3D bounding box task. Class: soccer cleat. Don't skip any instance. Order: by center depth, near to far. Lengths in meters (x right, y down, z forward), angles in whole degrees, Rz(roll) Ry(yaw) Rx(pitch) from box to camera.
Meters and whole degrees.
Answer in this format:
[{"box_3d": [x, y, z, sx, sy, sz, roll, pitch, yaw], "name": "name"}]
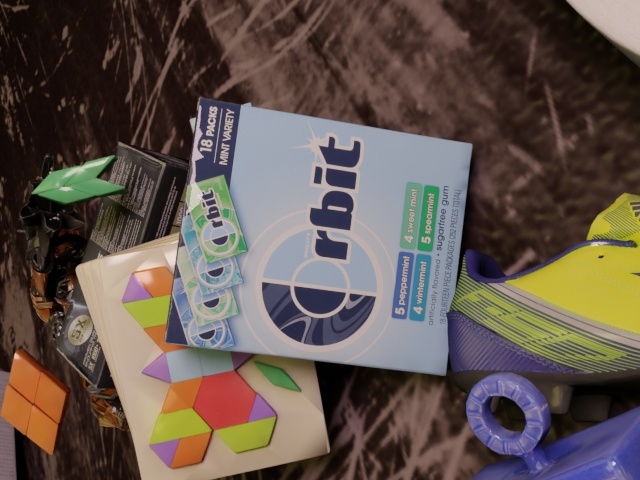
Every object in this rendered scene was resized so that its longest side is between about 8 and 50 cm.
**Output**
[{"box_3d": [0.186, 0.022, 0.343, 0.289, 0.093, 0.121, -16, 64, 40], "name": "soccer cleat"}]

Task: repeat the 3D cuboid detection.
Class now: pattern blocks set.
[{"box_3d": [-0.079, 0.082, 0.497, 0.285, 0.026, 0.325, -26, 94, -3], "name": "pattern blocks set"}]

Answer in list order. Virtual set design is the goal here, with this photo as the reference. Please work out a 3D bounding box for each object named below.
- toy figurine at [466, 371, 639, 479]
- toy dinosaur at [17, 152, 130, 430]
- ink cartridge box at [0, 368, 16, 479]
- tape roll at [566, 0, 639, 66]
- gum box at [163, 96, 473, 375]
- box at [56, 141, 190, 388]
[{"box_3d": [0.122, 0.144, 0.261, 0.362, 0.191, 0.217, -42, 65, 42], "name": "toy figurine"}, {"box_3d": [-0.248, 0.037, 0.726, 0.322, 0.164, 0.218, 37, 126, 19], "name": "toy dinosaur"}, {"box_3d": [-0.464, 0.371, 0.880, 0.304, 0.072, 0.307, -52, 41, 21], "name": "ink cartridge box"}, {"box_3d": [0.276, -0.243, 0.321, 0.392, 0.072, 0.392, -10, 75, 43], "name": "tape roll"}, {"box_3d": [0.000, 0.000, 0.470, 0.041, 0.184, 0.157, 165, 112, -79], "name": "gum box"}, {"box_3d": [-0.114, 0.027, 0.590, 0.077, 0.147, 0.180, 25, 100, 43], "name": "box"}]
